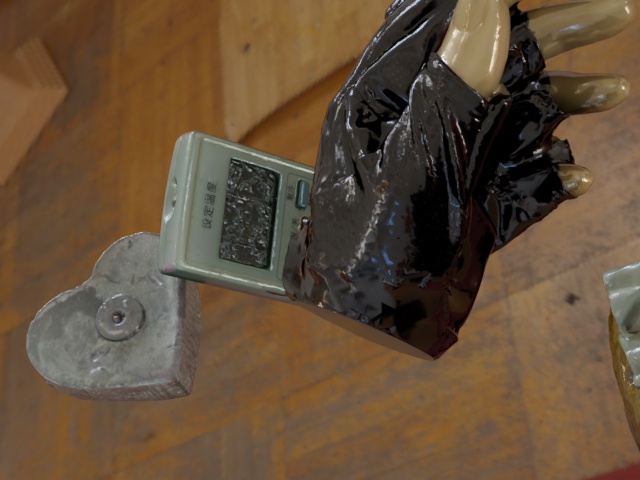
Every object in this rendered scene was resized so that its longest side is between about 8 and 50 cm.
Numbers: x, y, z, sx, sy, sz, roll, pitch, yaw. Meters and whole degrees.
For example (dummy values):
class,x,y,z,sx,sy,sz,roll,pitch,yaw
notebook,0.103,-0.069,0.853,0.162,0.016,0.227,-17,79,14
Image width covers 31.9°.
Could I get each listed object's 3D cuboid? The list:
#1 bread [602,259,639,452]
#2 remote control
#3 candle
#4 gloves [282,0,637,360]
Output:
class,x,y,z,sx,sy,sz,roll,pitch,yaw
bread,0.182,0.095,0.376,0.110,0.192,0.209,-29,68,21
remote control,0.001,0.000,1.146,0.050,0.344,0.145,-17,64,55
candle,-0.191,0.094,1.131,0.192,0.068,0.168,-45,66,-9
gloves,0.066,-0.048,0.525,0.124,0.164,0.203,22,84,18
